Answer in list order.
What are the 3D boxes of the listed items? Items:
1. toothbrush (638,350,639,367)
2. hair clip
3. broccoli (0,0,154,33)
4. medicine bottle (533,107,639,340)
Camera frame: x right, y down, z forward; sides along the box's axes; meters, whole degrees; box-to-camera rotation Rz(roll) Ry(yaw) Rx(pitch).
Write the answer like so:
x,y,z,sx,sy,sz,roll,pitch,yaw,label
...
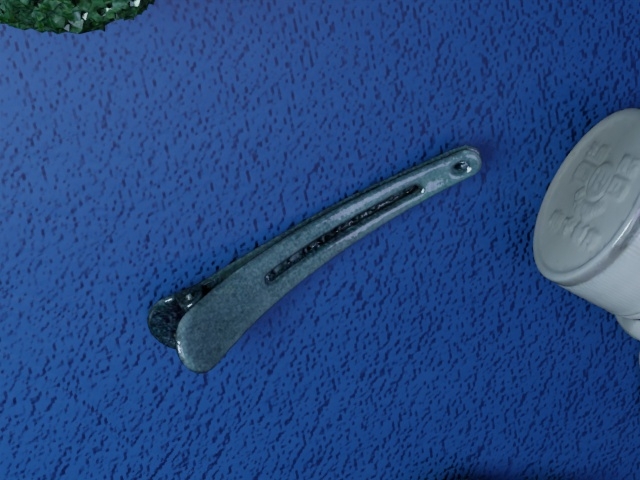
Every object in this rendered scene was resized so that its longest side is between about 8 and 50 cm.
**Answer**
x,y,z,sx,sy,sz,roll,pitch,yaw,label
0.262,0.209,0.898,0.021,0.024,0.288,-16,111,-12,toothbrush
0.000,0.000,0.733,0.229,0.070,0.039,-34,111,-14,hair clip
-0.145,-0.225,0.514,0.308,0.308,0.275,37,49,-25,broccoli
0.277,0.024,0.775,0.258,0.143,0.143,27,96,-18,medicine bottle
